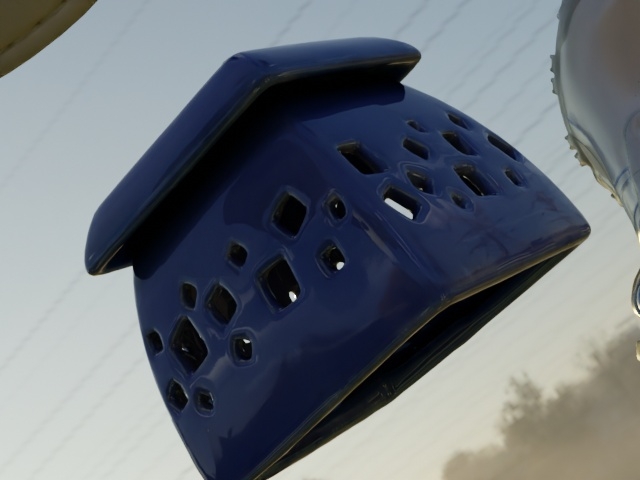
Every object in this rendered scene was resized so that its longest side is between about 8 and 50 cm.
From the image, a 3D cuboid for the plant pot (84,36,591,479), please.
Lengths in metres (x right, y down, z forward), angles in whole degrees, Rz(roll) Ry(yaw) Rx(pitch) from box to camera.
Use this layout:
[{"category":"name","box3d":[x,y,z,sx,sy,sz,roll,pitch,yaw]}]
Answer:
[{"category":"plant pot","box3d":[0.000,0.000,0.901,0.236,0.212,0.236,-44,-13,32]}]

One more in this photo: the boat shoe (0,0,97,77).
[{"category":"boat shoe","box3d":[-0.214,-0.094,0.565,0.305,0.109,0.091,-26,19,4]}]

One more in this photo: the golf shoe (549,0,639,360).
[{"category":"golf shoe","box3d":[0.140,-0.020,0.499,0.069,0.176,0.086,-20,6,-2]}]
